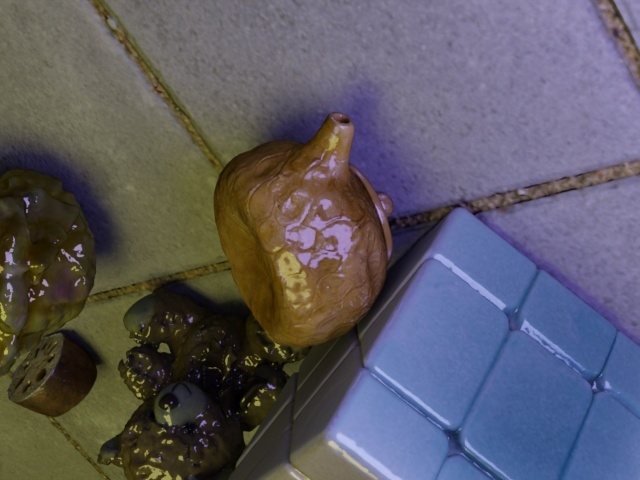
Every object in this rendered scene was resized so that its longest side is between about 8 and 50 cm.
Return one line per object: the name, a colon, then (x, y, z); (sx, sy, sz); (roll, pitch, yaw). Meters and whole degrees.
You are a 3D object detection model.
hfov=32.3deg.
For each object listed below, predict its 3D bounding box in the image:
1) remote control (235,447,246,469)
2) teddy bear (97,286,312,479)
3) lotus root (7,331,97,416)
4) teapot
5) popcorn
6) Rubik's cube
remote control: (-0.057, 0.336, 1.590); (0.261, 0.029, 0.067); (4, 132, 33)
teddy bear: (-0.150, 0.195, 1.338); (0.267, 0.256, 0.156); (8, 139, 30)
lotus root: (-0.396, 0.205, 1.632); (0.122, 0.112, 0.081); (-15, 127, 43)
teapot: (0.000, 0.000, 1.110); (0.203, 0.167, 0.311); (53, 156, 36)
popcorn: (-0.389, 0.025, 1.345); (0.259, 0.259, 0.212); (33, 120, 2)
Rubik's cube: (0.124, 0.223, 1.111); (0.316, 0.322, 0.319); (37, 141, -5)
